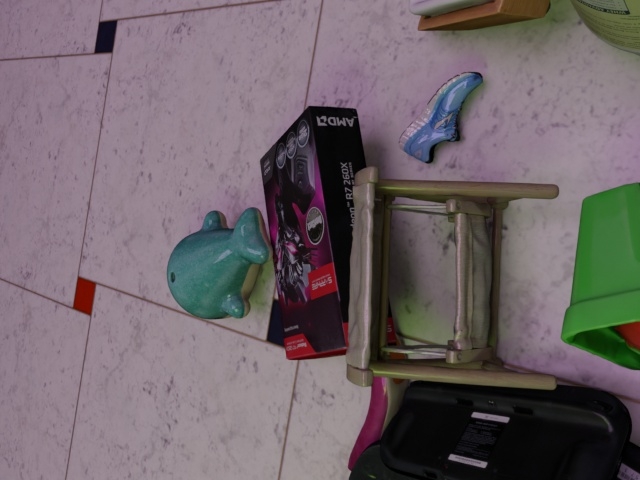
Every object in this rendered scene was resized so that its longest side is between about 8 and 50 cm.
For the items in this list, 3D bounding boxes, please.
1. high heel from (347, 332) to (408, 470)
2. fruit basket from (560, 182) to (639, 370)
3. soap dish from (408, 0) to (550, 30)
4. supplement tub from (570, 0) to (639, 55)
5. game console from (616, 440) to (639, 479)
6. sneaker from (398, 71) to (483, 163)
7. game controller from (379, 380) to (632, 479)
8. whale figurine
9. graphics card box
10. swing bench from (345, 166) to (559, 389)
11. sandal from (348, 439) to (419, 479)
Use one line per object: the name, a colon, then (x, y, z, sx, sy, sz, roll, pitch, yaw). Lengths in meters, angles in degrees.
high heel: (0.081, 0.254, 0.936, 0.117, 0.082, 0.244, -10, 89, 35)
fruit basket: (0.459, 0.106, 0.561, 0.392, 0.283, 0.392, -22, 58, 40)
soap dish: (0.246, -0.429, 0.798, 0.229, 0.118, 0.291, -142, 67, -68)
supplement tub: (0.366, -0.337, 0.619, 0.235, 0.324, 0.236, -4, 84, 36)
game console: (0.333, 0.408, 0.676, 0.386, 0.060, 0.342, 28, 98, 56)
sneaker: (0.197, -0.187, 0.909, 0.073, 0.063, 0.162, 45, 117, 12)
game controller: (0.218, 0.248, 0.755, 0.319, 0.067, 0.166, -8, 40, 49)
whale figurine: (-0.190, 0.042, 1.082, 0.272, 0.141, 0.216, -37, 64, 48)
graphics card box: (0.000, 0.000, 0.952, 0.233, 0.094, 0.371, 151, 114, -62)
swing bench: (0.152, 0.051, 0.766, 0.254, 0.165, 0.253, 4, 86, -8)
sandal: (0.097, 0.519, 0.849, 0.167, 0.107, 0.446, 4, 94, 26)
